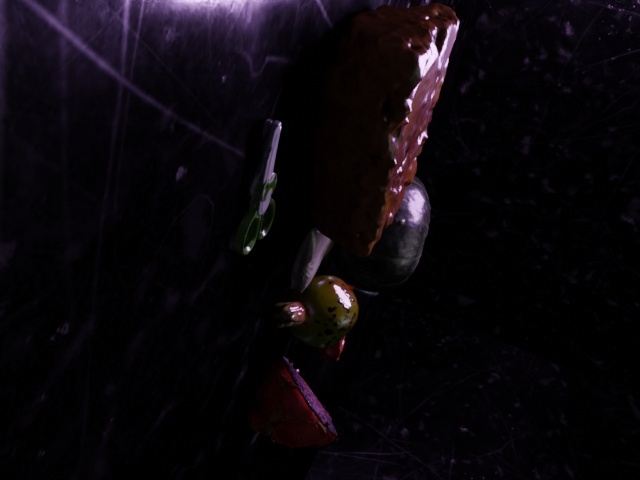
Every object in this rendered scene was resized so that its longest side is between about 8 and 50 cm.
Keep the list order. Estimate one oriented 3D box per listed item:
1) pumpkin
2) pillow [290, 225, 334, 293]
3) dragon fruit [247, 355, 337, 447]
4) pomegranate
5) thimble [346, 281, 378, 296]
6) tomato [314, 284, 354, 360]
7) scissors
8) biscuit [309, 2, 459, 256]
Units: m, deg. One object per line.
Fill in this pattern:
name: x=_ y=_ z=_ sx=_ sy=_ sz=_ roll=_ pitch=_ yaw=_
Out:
pumpkin: x=0.133 y=-0.030 z=1.451 sx=0.300 sy=0.207 sz=0.301 roll=-164 pitch=-90 yaw=-85
pillow: x=0.000 y=0.000 z=1.308 sx=0.148 sy=0.050 sz=0.230 roll=-68 pitch=173 yaw=29
dragon fruit: x=-0.077 y=0.381 z=1.363 sx=0.148 sy=0.219 sz=0.224 roll=-37 pitch=-172 yaw=-4
pomegranate: x=-0.011 y=0.150 z=1.304 sx=0.205 sy=0.159 sz=0.159 roll=-2 pitch=116 yaw=-48
thimble: x=0.144 y=0.116 z=1.981 sx=0.135 sy=0.118 sz=0.090 roll=-91 pitch=-155 yaw=-80
tomato: x=0.028 y=0.224 z=1.715 sx=0.228 sy=0.101 sz=0.228 roll=15 pitch=90 yaw=-84
scissors: x=-0.081 y=-0.077 z=0.867 sx=0.101 sy=0.027 sz=0.205 roll=-54 pitch=163 yaw=-53
biscuit: x=0.106 y=-0.211 z=1.119 sx=0.343 sy=0.166 sz=0.395 roll=-50 pitch=157 yaw=-51
